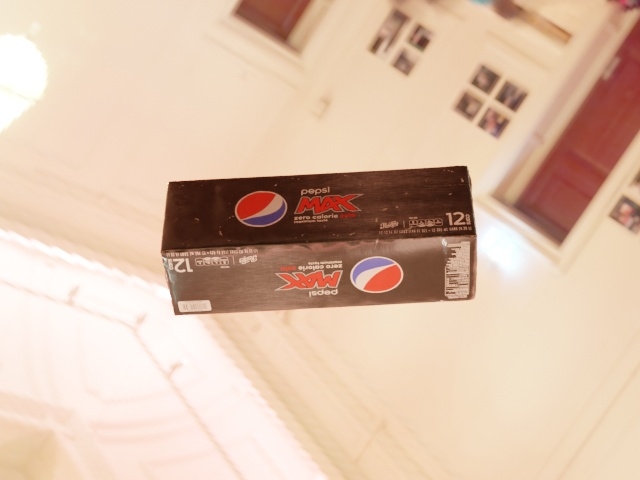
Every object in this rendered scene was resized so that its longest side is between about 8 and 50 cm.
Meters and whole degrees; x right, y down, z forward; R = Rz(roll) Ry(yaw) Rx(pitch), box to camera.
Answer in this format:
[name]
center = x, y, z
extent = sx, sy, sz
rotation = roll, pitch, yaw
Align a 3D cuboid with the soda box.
[soda box]
center = 0.000, 0.000, 0.697
extent = 0.168, 0.053, 0.060
rotation = -2, -136, 2
